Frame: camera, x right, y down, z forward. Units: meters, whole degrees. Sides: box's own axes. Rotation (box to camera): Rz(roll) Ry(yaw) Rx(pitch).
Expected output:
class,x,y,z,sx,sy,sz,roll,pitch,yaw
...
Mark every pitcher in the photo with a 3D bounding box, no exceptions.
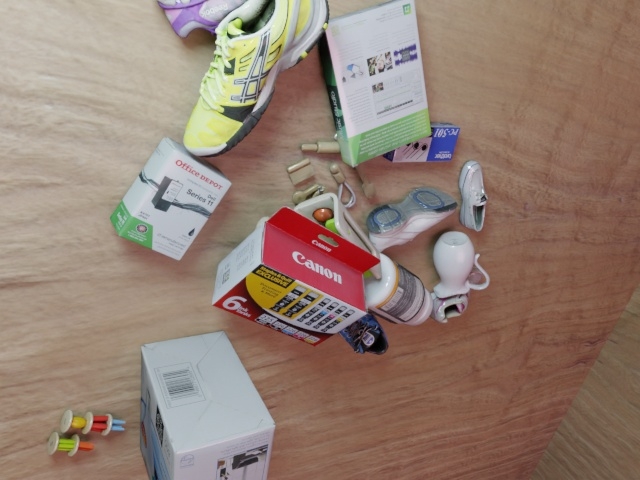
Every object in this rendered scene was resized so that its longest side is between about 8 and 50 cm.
class,x,y,z,sx,sy,sz,roll,pitch,yaw
pitcher,0.444,0.077,1.606,0.177,0.125,0.207,-5,124,5

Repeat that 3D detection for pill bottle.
class,x,y,z,sx,sy,sz,roll,pitch,yaw
pill bottle,0.209,0.152,1.493,0.162,0.162,0.278,-53,136,6

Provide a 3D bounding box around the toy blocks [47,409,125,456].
class,x,y,z,sx,sy,sz,roll,pitch,yaw
toy blocks,-0.572,0.479,1.260,0.148,0.054,0.123,26,101,-41

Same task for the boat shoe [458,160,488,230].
class,x,y,z,sx,sy,sz,roll,pitch,yaw
boat shoe,0.475,-0.132,1.551,0.083,0.076,0.226,-26,128,-18

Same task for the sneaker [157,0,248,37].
class,x,y,z,sx,sy,sz,roll,pitch,yaw
sneaker,-0.181,-0.436,0.937,0.236,0.095,0.105,-21,134,-15

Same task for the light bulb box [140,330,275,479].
class,x,y,z,sx,sy,sz,roll,pitch,yaw
light bulb box,-0.293,0.481,1.239,0.225,0.358,0.361,-4,118,-29

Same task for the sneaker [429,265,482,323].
class,x,y,z,sx,sy,sz,roll,pitch,yaw
sneaker,0.458,0.191,1.714,0.252,0.111,0.103,-41,131,-6

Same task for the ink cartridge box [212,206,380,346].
class,x,y,z,sx,sy,sz,roll,pitch,yaw
ink cartridge box,-0.049,0.097,1.204,0.309,0.130,0.272,27,131,-29

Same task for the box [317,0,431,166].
class,x,y,z,sx,sy,sz,roll,pitch,yaw
box,0.128,-0.359,1.171,0.232,0.058,0.322,-24,118,-18

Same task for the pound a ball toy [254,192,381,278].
class,x,y,z,sx,sy,sz,roll,pitch,yaw
pound a ball toy,0.000,0.000,1.307,0.208,0.136,0.319,-18,140,21

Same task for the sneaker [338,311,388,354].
class,x,y,z,sx,sy,sz,roll,pitch,yaw
sneaker,0.102,0.238,1.488,0.130,0.147,0.330,-50,130,2

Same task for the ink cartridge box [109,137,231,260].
class,x,y,z,sx,sy,sz,roll,pitch,yaw
ink cartridge box,-0.309,-0.084,1.064,0.153,0.087,0.208,29,98,-41

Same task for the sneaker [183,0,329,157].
class,x,y,z,sx,sy,sz,roll,pitch,yaw
sneaker,-0.154,-0.327,0.945,0.385,0.145,0.147,-52,148,16

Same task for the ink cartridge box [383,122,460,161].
class,x,y,z,sx,sy,sz,roll,pitch,yaw
ink cartridge box,0.270,-0.262,1.359,0.207,0.046,0.097,-6,120,-30

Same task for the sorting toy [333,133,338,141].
class,x,y,z,sx,sy,sz,roll,pitch,yaw
sorting toy,0.077,-0.267,1.253,0.083,0.012,0.062,-50,131,4

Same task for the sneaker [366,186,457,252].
class,x,y,z,sx,sy,sz,roll,pitch,yaw
sneaker,0.256,-0.059,1.454,0.297,0.111,0.129,-19,141,-17

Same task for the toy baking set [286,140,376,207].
class,x,y,z,sx,sy,sz,roll,pitch,yaw
toy baking set,0.032,-0.160,1.279,0.256,0.030,0.197,-8,129,-21
